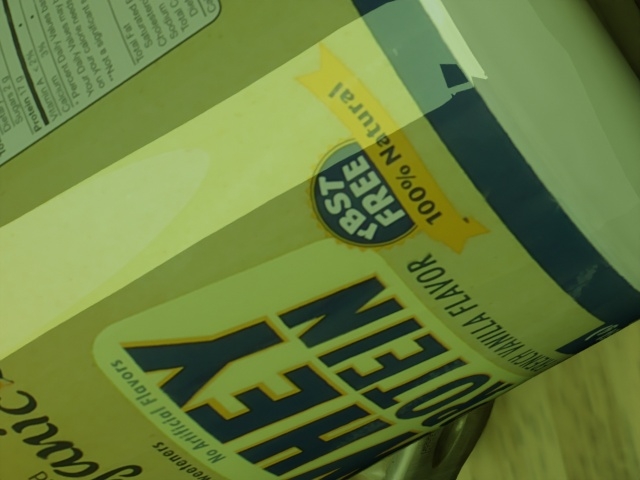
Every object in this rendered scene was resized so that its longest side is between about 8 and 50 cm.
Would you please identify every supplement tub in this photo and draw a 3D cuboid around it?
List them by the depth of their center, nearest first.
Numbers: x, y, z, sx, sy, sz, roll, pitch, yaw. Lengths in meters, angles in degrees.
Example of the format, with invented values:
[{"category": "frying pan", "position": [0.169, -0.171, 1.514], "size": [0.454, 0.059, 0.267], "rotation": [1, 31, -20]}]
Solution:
[{"category": "supplement tub", "position": [-0.047, -0.016, 0.554], "size": [0.316, 0.228, 0.228], "rotation": [-32, 93, 17]}]

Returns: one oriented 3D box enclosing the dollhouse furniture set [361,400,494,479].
[{"category": "dollhouse furniture set", "position": [0.000, 0.000, 0.713], "size": [0.182, 0.101, 0.161], "rotation": [25, 97, 20]}]
